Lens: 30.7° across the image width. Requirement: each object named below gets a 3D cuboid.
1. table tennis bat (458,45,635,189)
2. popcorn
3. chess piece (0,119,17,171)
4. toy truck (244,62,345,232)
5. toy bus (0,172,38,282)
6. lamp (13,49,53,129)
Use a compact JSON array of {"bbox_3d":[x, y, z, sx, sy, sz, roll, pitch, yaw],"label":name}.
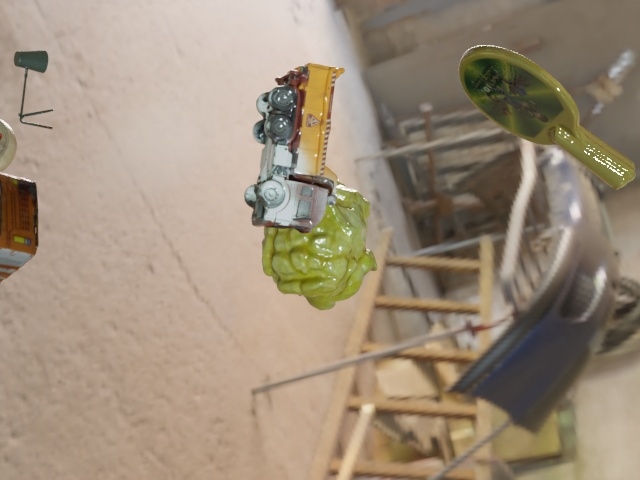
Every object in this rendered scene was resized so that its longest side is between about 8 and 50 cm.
[{"bbox_3d":[0.347,-0.188,1.780,0.321,0.198,0.050,37,72,-3],"label":"table tennis bat"},{"bbox_3d":[0.000,0.000,2.073,0.256,0.195,0.254,-76,163,-50],"label":"popcorn"},{"bbox_3d":[-0.456,-0.129,1.591,0.038,0.084,0.083,76,4,-73],"label":"chess piece"},{"bbox_3d":[-0.039,-0.150,1.889,0.114,0.135,0.270,179,-81,-72],"label":"toy truck"},{"bbox_3d":[-0.424,0.049,1.159,0.092,0.409,0.093,15,55,-46],"label":"toy bus"},{"bbox_3d":[-0.390,-0.209,1.572,0.054,0.041,0.121,2,57,-36],"label":"lamp"}]
